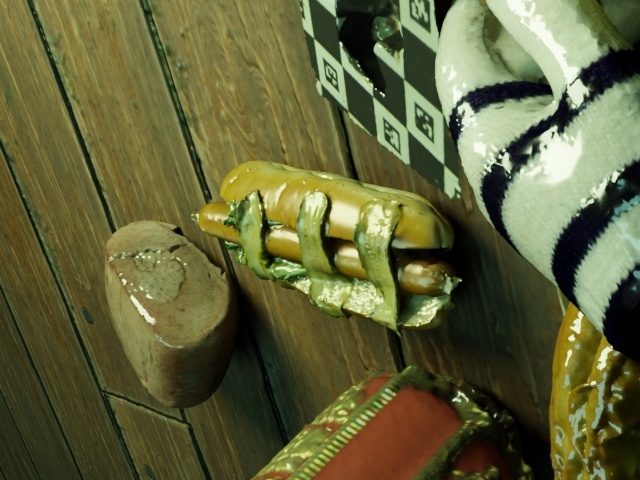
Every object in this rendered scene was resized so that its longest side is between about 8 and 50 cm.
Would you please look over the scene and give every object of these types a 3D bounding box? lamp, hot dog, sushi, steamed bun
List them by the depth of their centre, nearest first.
[{"bbox_3d":[0.208,0.099,0.496,0.160,0.099,0.227,-5,109,22],"label":"hot dog"},{"bbox_3d":[0.038,-0.151,0.558,0.193,0.040,0.210,47,158,47],"label":"sushi"},{"bbox_3d":[0.031,0.215,0.659,0.177,0.274,0.177,34,148,26],"label":"lamp"},{"bbox_3d":[0.000,0.000,0.710,0.269,0.072,0.109,15,124,41],"label":"hot dog"},{"bbox_3d":[-0.147,0.073,0.907,0.175,0.106,0.145,51,150,32],"label":"steamed bun"}]

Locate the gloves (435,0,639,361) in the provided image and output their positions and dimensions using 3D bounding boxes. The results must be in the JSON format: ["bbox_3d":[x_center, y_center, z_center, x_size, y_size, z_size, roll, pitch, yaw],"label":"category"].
[{"bbox_3d":[0.119,-0.057,0.442,0.131,0.140,0.219,-56,45,27],"label":"gloves"}]

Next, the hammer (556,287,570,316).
[{"bbox_3d":[0.215,0.186,0.623,0.168,0.044,0.440,4,119,48],"label":"hammer"}]
